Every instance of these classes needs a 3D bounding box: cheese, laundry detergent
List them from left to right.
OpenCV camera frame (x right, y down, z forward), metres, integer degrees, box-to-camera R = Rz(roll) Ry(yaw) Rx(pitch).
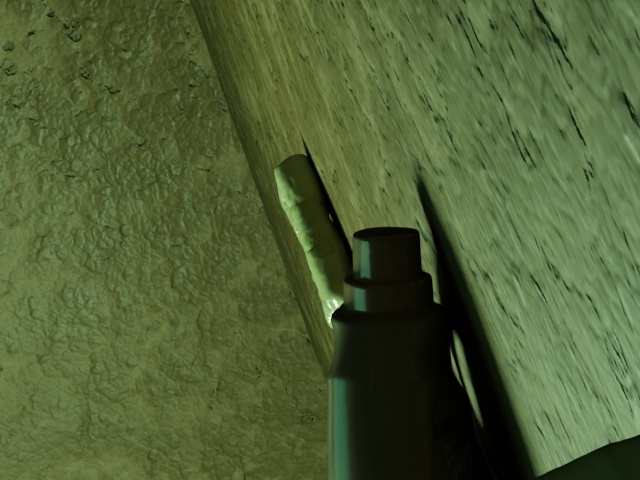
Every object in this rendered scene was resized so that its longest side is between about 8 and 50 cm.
[{"bbox_3d":[0.000,0.000,1.660,0.065,0.043,0.194,82,170,-50],"label":"cheese"},{"bbox_3d":[0.052,0.105,1.071,0.171,0.076,0.237,-29,-63,-71],"label":"laundry detergent"}]

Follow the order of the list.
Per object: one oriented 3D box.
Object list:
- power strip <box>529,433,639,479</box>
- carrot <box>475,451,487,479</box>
[{"bbox_3d":[0.095,0.173,0.502,0.229,0.141,0.261,-116,4,-49],"label":"power strip"},{"bbox_3d":[0.083,0.183,1.183,0.074,0.074,0.359,81,173,-71],"label":"carrot"}]
